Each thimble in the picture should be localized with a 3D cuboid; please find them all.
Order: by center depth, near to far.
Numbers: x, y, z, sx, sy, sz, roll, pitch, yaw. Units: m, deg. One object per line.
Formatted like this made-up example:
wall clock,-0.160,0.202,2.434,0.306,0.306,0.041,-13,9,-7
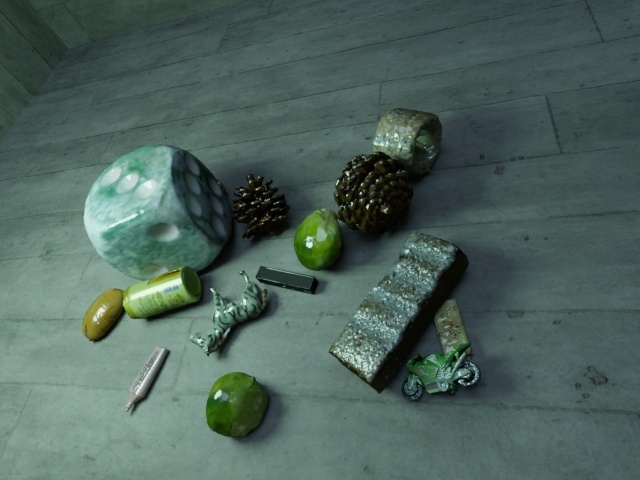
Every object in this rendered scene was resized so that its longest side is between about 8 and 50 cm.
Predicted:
thimble,0.278,-0.310,1.324,0.148,0.229,0.195,20,93,31

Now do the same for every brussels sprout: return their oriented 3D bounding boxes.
brussels sprout,-0.219,0.408,1.073,0.149,0.122,0.151,-29,51,3
brussels sprout,-0.005,-0.001,1.261,0.144,0.161,0.180,17,48,-5

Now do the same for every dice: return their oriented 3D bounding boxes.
dice,-0.513,-0.086,1.386,0.348,0.330,0.327,-20,52,9

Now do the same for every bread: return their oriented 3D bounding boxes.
bread,0.325,0.219,1.061,0.068,0.028,0.153,-16,51,12
bread,0.200,0.166,1.077,0.165,0.113,0.416,20,65,47
bread,-0.726,0.239,1.413,0.114,0.077,0.189,12,59,22

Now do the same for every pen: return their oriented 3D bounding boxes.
pen,-0.515,0.405,1.243,0.053,0.032,0.197,9,59,25

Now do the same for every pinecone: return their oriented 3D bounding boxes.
pinecone,0.153,-0.138,1.257,0.244,0.243,0.257,-24,9,3
pinecone,-0.206,-0.117,1.406,0.186,0.168,0.212,-22,64,-13

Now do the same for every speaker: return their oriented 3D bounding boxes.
speaker,-0.103,0.120,1.282,0.191,0.040,0.046,10,63,25

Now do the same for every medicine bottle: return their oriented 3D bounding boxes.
medicine bottle,-0.507,0.169,1.350,0.239,0.124,0.124,-18,52,9

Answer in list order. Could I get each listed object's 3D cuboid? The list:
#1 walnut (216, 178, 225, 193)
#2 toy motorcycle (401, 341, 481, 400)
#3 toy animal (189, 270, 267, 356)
walnut,-0.401,-0.188,1.598,0.121,0.052,0.091,33,100,29
toy motorcycle,0.271,0.305,0.990,0.190,0.074,0.106,-23,55,22
toy animal,-0.279,0.206,1.265,0.255,0.090,0.170,-42,58,-8
